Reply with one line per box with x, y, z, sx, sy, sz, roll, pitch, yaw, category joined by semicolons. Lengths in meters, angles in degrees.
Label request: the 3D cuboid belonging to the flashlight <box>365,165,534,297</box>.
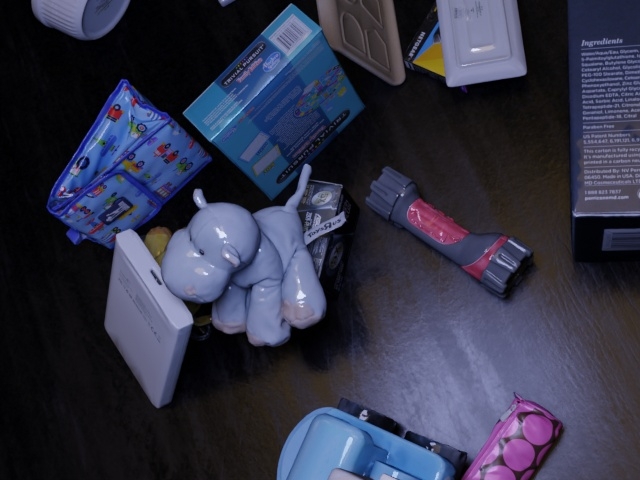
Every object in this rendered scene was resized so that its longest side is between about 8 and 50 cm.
0.221;-0.023;1.761;0.304;0.103;0.103;37;88;19;flashlight

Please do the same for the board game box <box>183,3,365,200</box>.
-0.070;-0.229;1.766;0.254;0.336;0.079;-45;70;0;board game box

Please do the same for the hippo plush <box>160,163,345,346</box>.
-0.113;0.039;1.604;0.294;0.236;0.234;-42;68;16;hippo plush

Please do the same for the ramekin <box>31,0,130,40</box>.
-0.466;-0.498;2.018;0.109;0.207;0.207;34;86;11;ramekin

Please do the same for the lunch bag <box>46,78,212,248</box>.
-0.375;-0.117;1.878;0.138;0.221;0.293;40;88;20;lunch bag

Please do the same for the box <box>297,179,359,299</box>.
0.000;0.000;1.789;0.078;0.147;0.180;11;78;18;box

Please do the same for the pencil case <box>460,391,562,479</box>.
0.298;0.355;1.645;0.209;0.098;0.095;-56;35;-6;pencil case

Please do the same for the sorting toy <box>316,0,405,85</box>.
0.059;-0.450;1.862;0.041;0.229;0.307;-21;68;34;sorting toy

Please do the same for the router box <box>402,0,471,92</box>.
0.254;-0.380;1.876;0.133;0.046;0.178;27;84;19;router box

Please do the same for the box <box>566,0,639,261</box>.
0.507;-0.189;1.628;0.212;0.293;0.395;-2;76;14;box

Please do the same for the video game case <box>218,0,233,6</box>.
-0.148;-0.602;2.052;0.212;0.023;0.193;-29;70;5;video game case

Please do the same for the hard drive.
-0.306;0.144;1.762;0.040;0.307;0.203;-25;67;-28;hard drive

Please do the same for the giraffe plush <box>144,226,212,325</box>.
-0.259;0.057;1.803;0.182;0.170;0.210;4;71;-2;giraffe plush

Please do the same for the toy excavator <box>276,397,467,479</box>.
0.066;0.368;1.477;0.433;0.445;0.222;18;82;37;toy excavator

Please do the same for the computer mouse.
-0.281;0.090;1.903;0.071;0.041;0.242;-30;75;-13;computer mouse

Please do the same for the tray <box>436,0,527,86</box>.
0.285;-0.417;1.837;0.145;0.030;0.270;-8;73;11;tray
